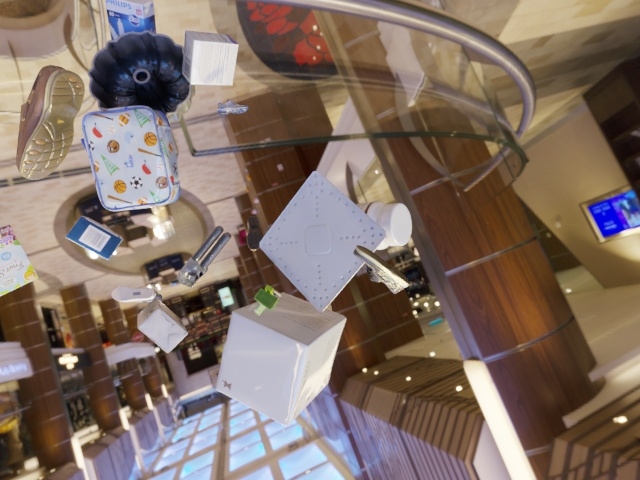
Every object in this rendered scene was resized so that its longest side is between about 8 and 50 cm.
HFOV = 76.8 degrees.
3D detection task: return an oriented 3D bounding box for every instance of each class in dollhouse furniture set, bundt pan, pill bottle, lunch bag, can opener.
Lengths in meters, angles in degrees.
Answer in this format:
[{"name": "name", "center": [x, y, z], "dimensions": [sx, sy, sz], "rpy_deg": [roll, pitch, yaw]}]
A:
[{"name": "dollhouse furniture set", "center": [-0.146, 0.179, 1.144], "dimensions": [0.076, 0.058, 0.152], "rpy_deg": [-55, 170, -21]}, {"name": "bundt pan", "center": [-0.565, -0.506, 1.325], "dimensions": [0.330, 0.331, 0.124], "rpy_deg": [-20, 171, -7]}, {"name": "pill bottle", "center": [0.208, -0.066, 1.887], "dimensions": [0.392, 0.224, 0.224], "rpy_deg": [-2, -174, 41]}, {"name": "lunch bag", "center": [-0.554, -0.242, 1.181], "dimensions": [0.243, 0.303, 0.115], "rpy_deg": [-7, -170, 2]}, {"name": "can opener", "center": [-0.437, 0.061, 1.530], "dimensions": [0.283, 0.076, 0.095], "rpy_deg": [-49, -176, 13]}]

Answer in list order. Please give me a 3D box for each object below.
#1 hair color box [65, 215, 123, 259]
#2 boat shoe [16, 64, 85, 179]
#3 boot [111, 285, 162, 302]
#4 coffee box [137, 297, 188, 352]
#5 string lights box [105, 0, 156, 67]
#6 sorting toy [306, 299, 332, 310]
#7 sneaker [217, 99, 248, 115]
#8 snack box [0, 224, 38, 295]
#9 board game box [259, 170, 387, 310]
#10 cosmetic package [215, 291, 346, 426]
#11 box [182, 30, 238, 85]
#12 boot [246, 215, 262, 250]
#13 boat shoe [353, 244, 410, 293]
[{"name": "hair color box", "center": [-0.937, -0.015, 1.690], "dimensions": [0.105, 0.174, 0.347], "rpy_deg": [-60, -155, -13]}, {"name": "boat shoe", "center": [-0.423, -0.181, 0.620], "dimensions": [0.178, 0.060, 0.064], "rpy_deg": [-64, 163, 9]}, {"name": "boot", "center": [-0.771, 0.236, 1.697], "dimensions": [0.190, 0.069, 0.086], "rpy_deg": [2, 155, 7]}, {"name": "coffee box", "center": [-0.585, 0.306, 1.485], "dimensions": [0.098, 0.141, 0.246], "rpy_deg": [-46, -163, -17]}, {"name": "string lights box", "center": [-0.640, -0.692, 1.388], "dimensions": [0.133, 0.077, 0.260], "rpy_deg": [16, 133, 2]}, {"name": "sorting toy", "center": [-0.029, 0.397, 1.999], "dimensions": [0.089, 0.257, 0.255], "rpy_deg": [8, 148, 15]}, {"name": "sneaker", "center": [-0.383, -0.583, 1.748], "dimensions": [0.135, 0.058, 0.052], "rpy_deg": [-7, 179, -5]}, {"name": "snack box", "center": [-1.078, 0.074, 1.331], "dimensions": [0.070, 0.207, 0.174], "rpy_deg": [3, -152, 33]}, {"name": "board game box", "center": [0.000, 0.000, 1.544], "dimensions": [0.390, 0.390, 0.050], "rpy_deg": [-51, 157, 14]}, {"name": "cosmetic package", "center": [-0.143, 0.438, 1.599], "dimensions": [0.327, 0.329, 0.393], "rpy_deg": [18, -168, 21]}, {"name": "box", "center": [-0.324, -0.532, 1.184], "dimensions": [0.137, 0.072, 0.126], "rpy_deg": [-14, 140, -36]}, {"name": "boot", "center": [-0.346, -0.007, 2.079], "dimensions": [0.076, 0.198, 0.137], "rpy_deg": [6, 144, -13]}, {"name": "boat shoe", "center": [0.183, 0.099, 1.267], "dimensions": [0.073, 0.223, 0.080], "rpy_deg": [-51, -158, 13]}]
